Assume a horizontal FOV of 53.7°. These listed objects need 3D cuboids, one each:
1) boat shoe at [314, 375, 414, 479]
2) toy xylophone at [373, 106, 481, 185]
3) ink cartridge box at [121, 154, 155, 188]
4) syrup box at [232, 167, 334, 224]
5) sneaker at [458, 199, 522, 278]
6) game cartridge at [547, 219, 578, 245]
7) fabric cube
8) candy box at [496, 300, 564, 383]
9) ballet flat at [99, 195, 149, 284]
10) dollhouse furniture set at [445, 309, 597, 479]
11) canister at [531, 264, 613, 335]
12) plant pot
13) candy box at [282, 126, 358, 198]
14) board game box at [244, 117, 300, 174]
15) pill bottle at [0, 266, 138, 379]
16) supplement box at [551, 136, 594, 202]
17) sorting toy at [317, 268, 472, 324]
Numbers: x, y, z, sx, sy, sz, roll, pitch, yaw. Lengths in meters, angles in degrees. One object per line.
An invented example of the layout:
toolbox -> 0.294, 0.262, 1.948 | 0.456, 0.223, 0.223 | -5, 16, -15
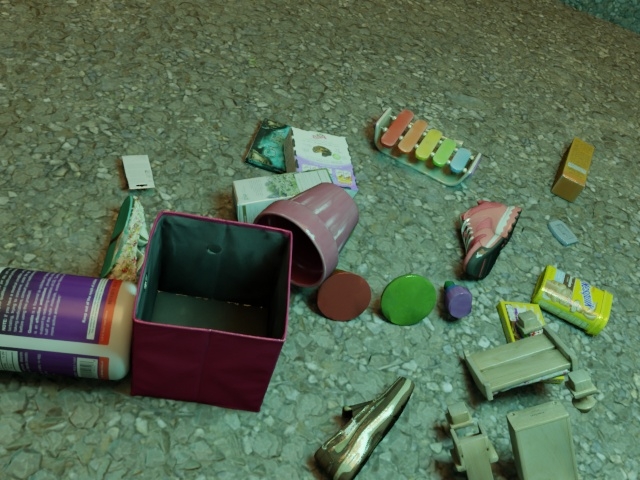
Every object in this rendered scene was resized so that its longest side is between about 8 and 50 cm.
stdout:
boat shoe -> 0.084, 0.339, 1.205 | 0.095, 0.095, 0.257 | 32, 48, 20
toy xylophone -> 0.309, -0.283, 1.846 | 0.322, 0.081, 0.236 | 23, 46, 3
ink cartridge box -> -0.441, -0.158, 1.531 | 0.063, 0.029, 0.115 | -6, 52, -23
syrup box -> -0.086, -0.095, 1.506 | 0.237, 0.096, 0.093 | -10, 43, -10
sneaker -> 0.407, -0.010, 1.631 | 0.136, 0.116, 0.314 | 25, 39, 20
game cartridge -> 0.677, -0.021, 1.771 | 0.056, 0.017, 0.083 | -10, 53, -30
fabric cube -> -0.204, 0.135, 1.184 | 0.259, 0.258, 0.254 | 10, 48, -10
candy box -> 0.486, 0.234, 1.473 | 0.105, 0.027, 0.206 | 7, 48, -14
ballet flat -> -0.414, 0.010, 1.366 | 0.077, 0.091, 0.241 | 32, 43, -31
dollhouse furniture set -> 0.386, 0.339, 1.329 | 0.303, 0.174, 0.355 | -16, 23, 1
canister -> 0.620, 0.145, 1.565 | 0.170, 0.073, 0.126 | 27, 46, 10
plant pot -> -0.018, -0.028, 1.379 | 0.201, 0.201, 0.180 | 35, 55, 15
candy box -> -0.003, -0.193, 1.652 | 0.165, 0.070, 0.196 | 7, 51, -21
board game box -> -0.121, -0.255, 1.722 | 0.126, 0.026, 0.186 | 18, 46, -2
pill bottle -> -0.495, 0.146, 1.133 | 0.323, 0.181, 0.181 | 8, 47, -11
supplement box -> 0.776, -0.220, 1.940 | 0.080, 0.078, 0.233 | 27, 47, 7
sorting toy -> 0.163, 0.108, 1.449 | 0.365, 0.127, 0.126 | 4, 24, -12
